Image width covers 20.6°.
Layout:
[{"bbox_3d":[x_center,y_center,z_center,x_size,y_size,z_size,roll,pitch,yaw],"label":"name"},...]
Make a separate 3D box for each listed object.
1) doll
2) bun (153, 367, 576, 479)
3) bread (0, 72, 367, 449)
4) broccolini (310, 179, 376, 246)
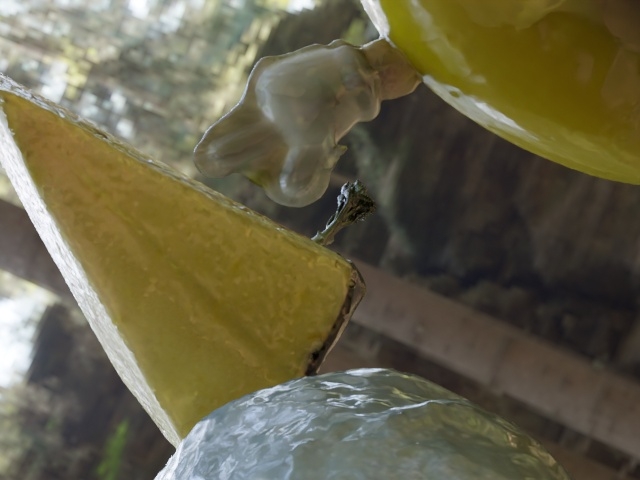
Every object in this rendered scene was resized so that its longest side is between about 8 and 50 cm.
[{"bbox_3d":[0.079,-0.196,0.994,0.161,0.348,0.423,-144,45,-83],"label":"doll"},{"bbox_3d":[0.058,0.203,0.839,0.194,0.354,0.354,-41,-30,-25],"label":"bun"},{"bbox_3d":[-0.134,0.021,1.071,0.163,0.264,0.167,-61,23,2],"label":"bread"},{"bbox_3d":[-0.001,0.001,1.741,0.044,0.042,0.218,60,-143,-12],"label":"broccolini"}]
